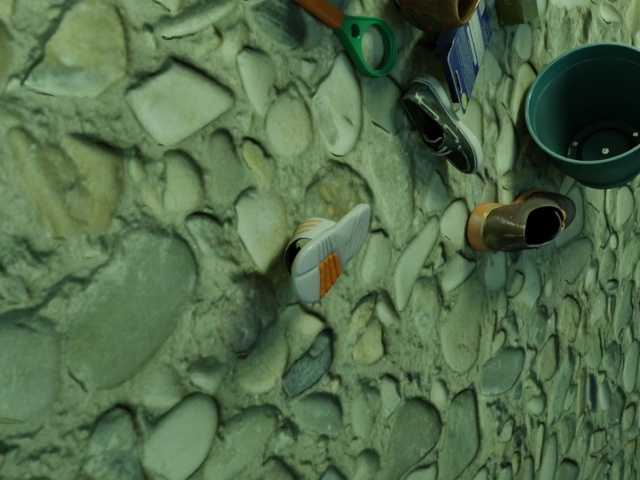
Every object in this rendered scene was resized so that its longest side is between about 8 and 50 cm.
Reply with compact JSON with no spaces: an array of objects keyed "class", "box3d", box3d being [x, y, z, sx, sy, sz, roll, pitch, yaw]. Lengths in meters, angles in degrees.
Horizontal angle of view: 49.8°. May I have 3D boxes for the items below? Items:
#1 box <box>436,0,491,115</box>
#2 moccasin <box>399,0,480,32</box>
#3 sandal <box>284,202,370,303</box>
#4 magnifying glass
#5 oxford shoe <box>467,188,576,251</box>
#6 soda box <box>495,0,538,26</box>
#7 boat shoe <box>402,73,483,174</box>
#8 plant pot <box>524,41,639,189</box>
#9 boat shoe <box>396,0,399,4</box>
[{"class":"box","box3d":[0.252,-0.344,1.215,0.136,0.036,0.225,60,42,-46]},{"class":"moccasin","box3d":[0.264,-0.504,1.087,0.139,0.147,0.380,41,76,-45]},{"class":"sandal","box3d":[0.000,0.010,1.043,0.265,0.076,0.102,-40,139,-58]},{"class":"magnifying glass","box3d":[0.042,-0.327,1.066,0.231,0.026,0.092,21,81,-46]},{"class":"oxford shoe","box3d":[0.460,-0.033,1.441,0.363,0.132,0.130,-15,106,-43]},{"class":"soda box","box3d":[0.374,-0.515,1.341,0.061,0.058,0.181,-34,117,-37]},{"class":"boat shoe","box3d":[0.211,-0.188,1.219,0.219,0.077,0.070,49,61,-28]},{"class":"plant pot","box3d":[0.601,-0.240,1.482,0.255,0.271,0.272,35,71,-58]},{"class":"boat shoe","box3d":[0.174,-0.409,1.171,0.125,0.038,0.046,9,89,-45]}]
